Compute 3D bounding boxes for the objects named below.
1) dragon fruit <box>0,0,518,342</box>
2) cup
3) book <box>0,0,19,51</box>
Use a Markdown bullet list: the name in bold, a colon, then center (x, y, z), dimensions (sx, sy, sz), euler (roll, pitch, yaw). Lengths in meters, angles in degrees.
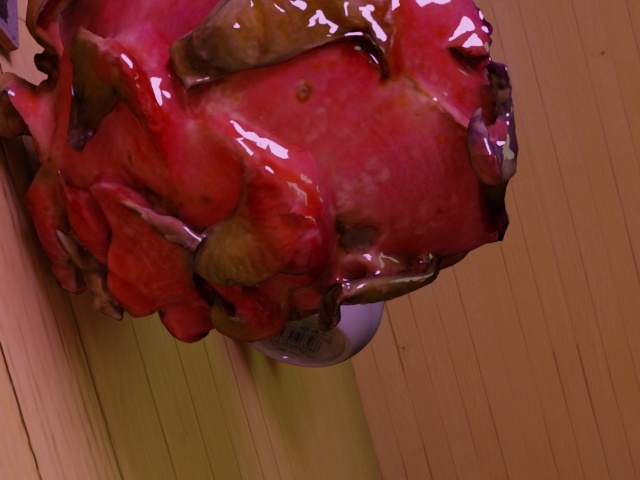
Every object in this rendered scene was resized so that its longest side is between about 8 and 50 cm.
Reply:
- **dragon fruit**: center (-0.065, -0.080, 0.456), dimensions (0.314, 0.262, 0.296), euler (135, -60, -79)
- **cup**: center (0.000, 0.000, 0.998), dimensions (0.212, 0.212, 0.317), euler (71, 27, -48)
- **book**: center (-0.225, -0.206, 0.421), dimensions (0.172, 0.012, 0.118), euler (67, 8, -65)
